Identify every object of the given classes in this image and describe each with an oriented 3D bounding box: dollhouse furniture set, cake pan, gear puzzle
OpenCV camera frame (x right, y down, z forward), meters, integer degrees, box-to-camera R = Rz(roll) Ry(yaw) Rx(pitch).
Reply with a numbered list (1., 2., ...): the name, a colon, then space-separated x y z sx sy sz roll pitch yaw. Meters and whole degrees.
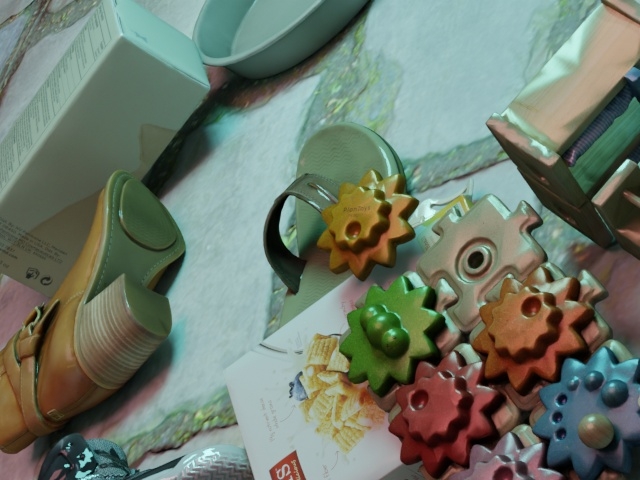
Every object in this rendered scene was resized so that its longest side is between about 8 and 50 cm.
1. dollhouse furniture set: 0.235 -0.051 1.008 0.129 0.129 0.184 -48 53 -2
2. cake pan: -0.023 -0.295 1.700 0.293 0.054 0.293 -34 31 24
3. gear puzzle: 0.090 0.052 1.007 0.175 0.044 0.339 -45 46 11

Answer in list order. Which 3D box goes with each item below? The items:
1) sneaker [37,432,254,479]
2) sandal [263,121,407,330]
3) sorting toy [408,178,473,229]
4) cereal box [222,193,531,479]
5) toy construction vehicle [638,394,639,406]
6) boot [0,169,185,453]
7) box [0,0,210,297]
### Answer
1. sneaker: -0.157 0.205 1.207 0.268 0.101 0.153 -37 33 24
2. sandal: 0.001 0.000 1.264 0.120 0.086 0.302 -31 34 32
3. sorting toy: 0.098 -0.018 1.210 0.083 0.045 0.075 -26 28 35
4. cereal box: 0.047 0.100 1.085 0.240 0.047 0.173 -37 45 17
5. toy construction vehicle: 0.222 0.072 0.880 0.035 0.086 0.098 -12 43 38
6. boot: -0.242 0.071 1.516 0.220 0.109 0.283 -40 37 22
7. box: -0.266 -0.107 1.671 0.311 0.121 0.148 -50 27 17
